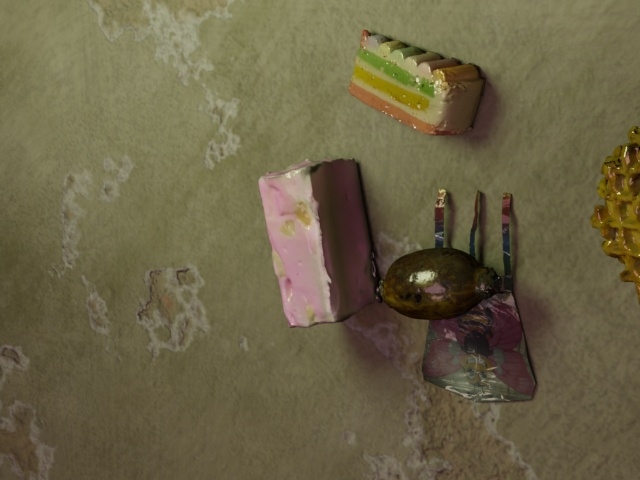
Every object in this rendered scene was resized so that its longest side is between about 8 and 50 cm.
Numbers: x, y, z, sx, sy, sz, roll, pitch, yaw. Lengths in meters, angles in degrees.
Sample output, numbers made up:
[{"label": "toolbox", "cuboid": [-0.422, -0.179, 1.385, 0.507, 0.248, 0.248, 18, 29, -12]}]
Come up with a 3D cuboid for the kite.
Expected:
[{"label": "kite", "cuboid": [0.241, 0.095, 1.835, 0.204, 0.022, 0.360, 5, 109, 32]}]

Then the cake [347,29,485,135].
[{"label": "cake", "cuboid": [0.129, -0.238, 1.761, 0.225, 0.090, 0.109, 23, 121, 27]}]

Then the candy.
[{"label": "candy", "cuboid": [0.000, 0.000, 1.880, 0.116, 0.155, 0.265, -2, 104, 37]}]

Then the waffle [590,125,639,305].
[{"label": "waffle", "cuboid": [0.466, 0.001, 1.554, 0.293, 0.069, 0.259, 56, 156, 25]}]

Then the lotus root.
[{"label": "lotus root", "cuboid": [0.182, 0.066, 1.777, 0.210, 0.120, 0.120, -6, 102, 34]}]
